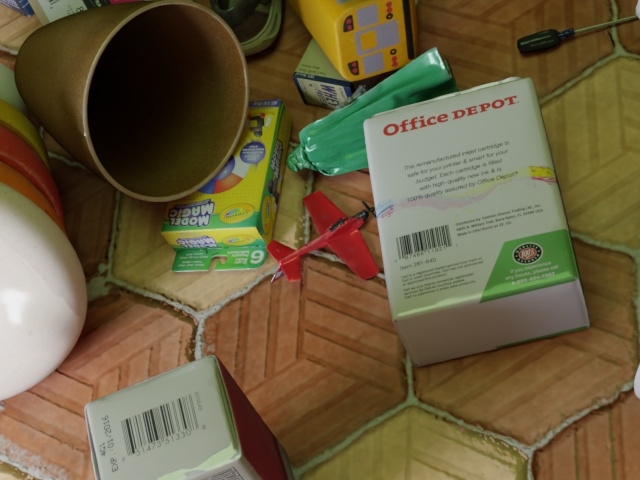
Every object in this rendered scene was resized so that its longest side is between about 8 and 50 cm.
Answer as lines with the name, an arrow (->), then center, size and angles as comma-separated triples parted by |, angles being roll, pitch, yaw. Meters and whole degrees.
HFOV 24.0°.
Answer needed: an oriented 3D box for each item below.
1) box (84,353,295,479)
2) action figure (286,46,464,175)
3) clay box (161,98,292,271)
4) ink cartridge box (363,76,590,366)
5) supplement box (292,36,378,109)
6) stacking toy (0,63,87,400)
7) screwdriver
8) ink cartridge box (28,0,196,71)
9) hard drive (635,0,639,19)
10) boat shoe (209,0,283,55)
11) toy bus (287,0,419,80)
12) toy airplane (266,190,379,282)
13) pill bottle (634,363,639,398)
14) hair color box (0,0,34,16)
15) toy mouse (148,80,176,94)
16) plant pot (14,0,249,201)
box -> -0.121, 0.241, 1.531 | 0.149, 0.232, 0.126 | -22, 54, 4
action figure -> 0.061, -0.137, 1.803 | 0.232, 0.137, 0.063 | -23, 30, 14
clay box -> -0.115, -0.068, 1.841 | 0.127, 0.053, 0.222 | -3, 56, 19
ink cartridge box -> 0.171, -0.023, 1.675 | 0.201, 0.117, 0.278 | -14, 55, 10
supplement box -> 0.023, -0.214, 1.887 | 0.083, 0.056, 0.083 | 13, 63, 26
stacking toy -> -0.438, -0.062, 1.854 | 0.351, 0.350, 0.480 | -13, 36, 10
screwdriver -> 0.323, -0.261, 1.838 | 0.170, 0.024, 0.025 | -18, 83, 5
ink cartridge box -> -0.296, -0.352, 1.995 | 0.193, 0.088, 0.234 | -30, 92, 0
hard drive -> 0.516, -0.189, 1.676 | 0.203, 0.040, 0.307 | -15, 52, -15
boat shoe -> -0.100, -0.377, 2.012 | 0.103, 0.092, 0.285 | -8, 54, 15
toy bus -> 0.024, -0.334, 1.885 | 0.130, 0.108, 0.332 | -19, 41, -10
toy airplane -> 0.000, 0.000, 1.773 | 0.151, 0.028, 0.151 | -8, 57, 13
pill bottle -> 0.427, 0.167, 1.454 | 0.229, 0.131, 0.131 | 33, 73, 33
hair color box -> -0.492, -0.476, 2.055 | 0.174, 0.347, 0.105 | 30, 72, 33
toy mouse -> -0.180, -0.216, 1.957 | 0.143, 0.031, 0.161 | 2, 40, 9
plant pot -> -0.255, -0.191, 1.828 | 0.254, 0.237, 0.237 | 21, 66, 45
